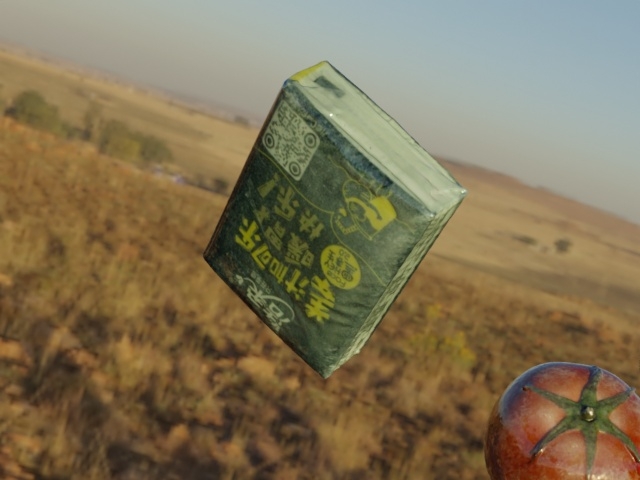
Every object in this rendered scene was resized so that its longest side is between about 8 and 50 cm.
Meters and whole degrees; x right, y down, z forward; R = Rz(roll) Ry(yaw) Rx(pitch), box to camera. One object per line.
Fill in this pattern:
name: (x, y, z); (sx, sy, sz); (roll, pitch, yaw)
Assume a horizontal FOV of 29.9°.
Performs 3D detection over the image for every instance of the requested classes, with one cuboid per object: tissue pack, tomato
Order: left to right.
tissue pack: (0.002, -0.013, 1.124); (0.185, 0.257, 0.081); (45, 47, 15)
tomato: (0.379, 0.322, 1.836); (0.265, 0.264, 0.265); (18, 5, -1)
